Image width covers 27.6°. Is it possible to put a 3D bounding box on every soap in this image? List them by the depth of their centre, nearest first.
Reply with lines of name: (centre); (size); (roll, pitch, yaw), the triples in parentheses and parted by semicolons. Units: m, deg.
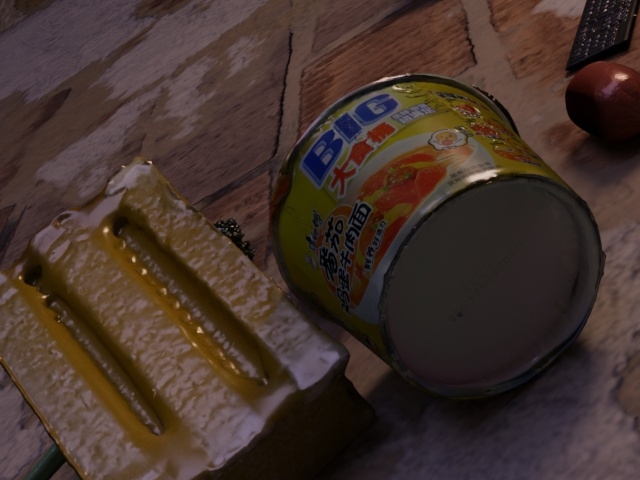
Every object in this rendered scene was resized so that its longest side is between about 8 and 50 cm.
soap: (-0.122, 0.084, 0.982); (0.199, 0.091, 0.315); (-42, 48, -9)

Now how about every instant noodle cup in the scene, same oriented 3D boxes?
instant noodle cup: (0.083, 0.006, 0.872); (0.205, 0.205, 0.153); (-37, 33, -1)

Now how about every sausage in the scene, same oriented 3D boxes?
sausage: (0.231, -0.111, 1.028); (0.054, 0.059, 0.094); (-19, 19, -8)

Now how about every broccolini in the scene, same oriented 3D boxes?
broccolini: (-0.132, 0.007, 1.310); (0.091, 0.068, 0.203); (-60, 26, -5)

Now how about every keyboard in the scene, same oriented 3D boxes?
keyboard: (0.277, -0.226, 1.238); (0.067, 0.011, 0.202); (-21, 27, 34)

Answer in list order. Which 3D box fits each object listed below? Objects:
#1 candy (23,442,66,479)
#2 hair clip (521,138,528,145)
candy: (-0.244, 0.210, 1.090); (0.335, 0.092, 0.093); (-49, -2, -5)
hair clip: (0.121, -0.027, 1.054); (0.172, 0.049, 0.116); (-34, 35, -13)
